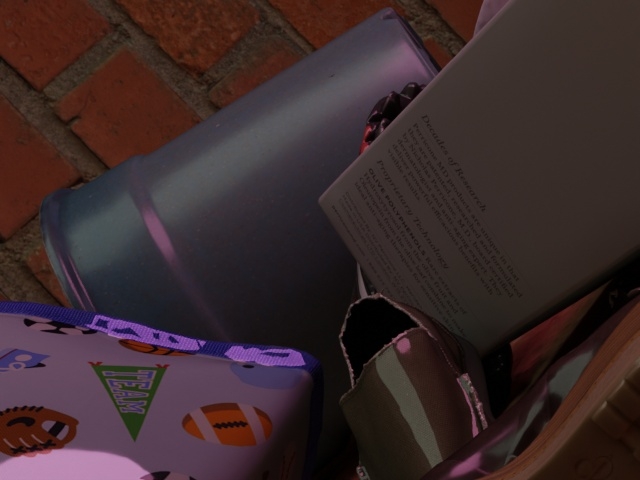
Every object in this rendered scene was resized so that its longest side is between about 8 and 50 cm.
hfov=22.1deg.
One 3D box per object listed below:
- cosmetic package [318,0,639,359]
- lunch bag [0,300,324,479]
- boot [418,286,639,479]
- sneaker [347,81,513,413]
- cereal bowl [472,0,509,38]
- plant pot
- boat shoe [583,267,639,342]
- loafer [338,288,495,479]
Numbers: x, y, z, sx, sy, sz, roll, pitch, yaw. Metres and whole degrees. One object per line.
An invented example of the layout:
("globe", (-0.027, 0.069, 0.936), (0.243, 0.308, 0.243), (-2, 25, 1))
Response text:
("cosmetic package", (0.174, -0.072, 0.949), (0.197, 0.155, 0.365), (-29, -9, -33))
("lunch bag", (-0.231, 0.191, 0.963), (0.328, 0.385, 0.239), (-50, -32, -59))
("boot", (0.113, 0.101, 0.722), (0.248, 0.090, 0.207), (-45, -10, 24))
("sneaker", (0.065, 0.021, 1.169), (0.135, 0.097, 0.276), (119, 151, -55))
("cereal bowl", (0.292, -0.224, 1.457), (0.339, 0.141, 0.339), (-40, -27, -25))
("plant pot", (0.000, 0.000, 1.379), (0.334, 0.341, 0.341), (-37, 4, 9))
("boat shoe", (0.183, 0.030, 0.909), (0.046, 0.038, 0.125), (-47, 3, -37))
("loafer", (0.048, 0.105, 0.889), (0.094, 0.087, 0.251), (-45, 20, 10))
